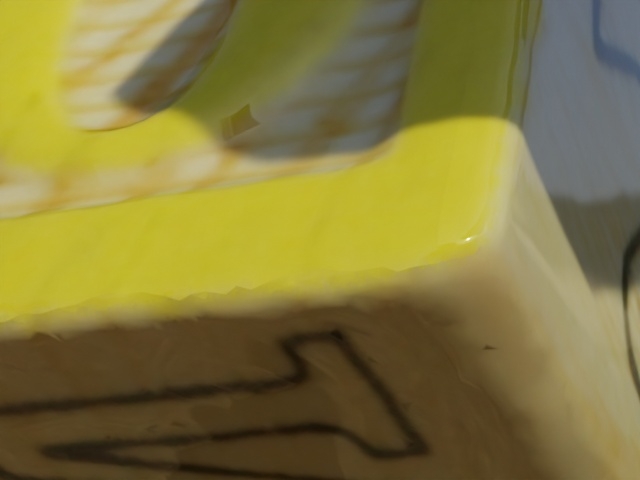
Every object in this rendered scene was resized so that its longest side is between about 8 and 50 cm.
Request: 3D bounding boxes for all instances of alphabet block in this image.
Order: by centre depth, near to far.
[{"bbox_3d":[0.000,0.000,0.485,0.193,0.192,0.197,-8,-40,24],"label":"alphabet block"}]
